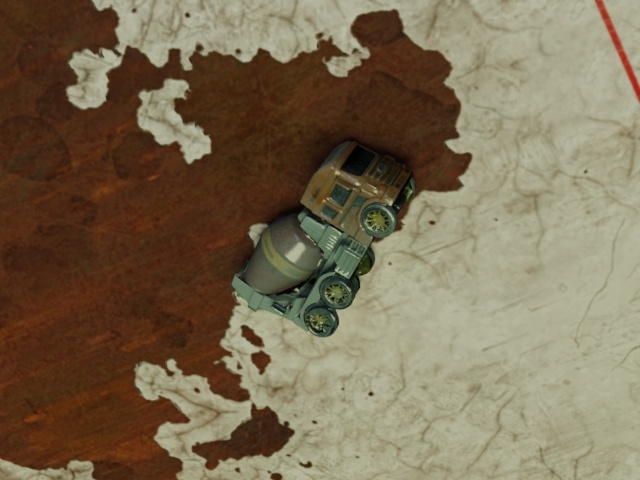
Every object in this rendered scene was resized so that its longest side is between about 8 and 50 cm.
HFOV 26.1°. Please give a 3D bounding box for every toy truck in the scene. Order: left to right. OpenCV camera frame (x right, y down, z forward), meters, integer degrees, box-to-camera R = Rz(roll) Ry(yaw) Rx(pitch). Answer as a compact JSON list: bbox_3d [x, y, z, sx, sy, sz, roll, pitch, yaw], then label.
[{"bbox_3d":[0.000,0.000,1.634,0.140,0.108,0.257,30,123,3],"label":"toy truck"}]
